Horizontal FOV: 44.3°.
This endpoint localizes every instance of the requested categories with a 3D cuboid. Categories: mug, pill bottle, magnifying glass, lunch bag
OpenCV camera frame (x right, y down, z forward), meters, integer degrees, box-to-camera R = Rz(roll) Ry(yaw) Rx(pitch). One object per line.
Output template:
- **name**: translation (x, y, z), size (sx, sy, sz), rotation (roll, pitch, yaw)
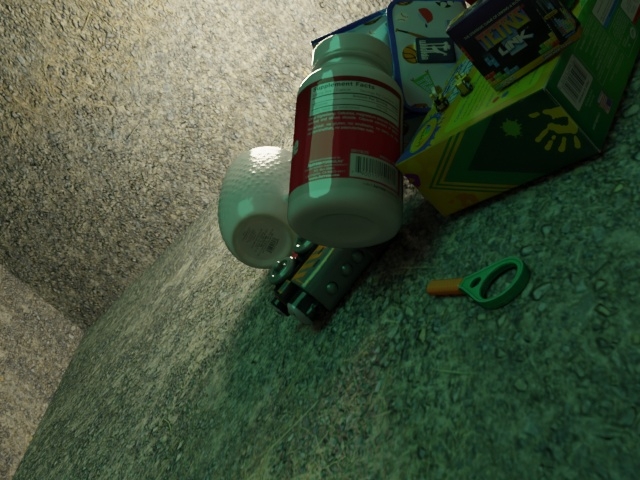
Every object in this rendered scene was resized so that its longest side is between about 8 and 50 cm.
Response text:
- **mug**: translation (-0.120, -0.107, 2.170), size (0.374, 0.276, 0.328), rotation (-46, 20, 21)
- **pill bottle**: translation (0.057, -0.208, 1.605), size (0.229, 0.229, 0.408), rotation (-27, 52, 50)
- **magnifying glass**: translation (0.247, 0.071, 1.265), size (0.092, 0.026, 0.231), rotation (-54, 16, -21)
- **lunch bag**: translation (0.189, -0.374, 1.854), size (0.385, 0.239, 0.328), rotation (-16, 66, 25)

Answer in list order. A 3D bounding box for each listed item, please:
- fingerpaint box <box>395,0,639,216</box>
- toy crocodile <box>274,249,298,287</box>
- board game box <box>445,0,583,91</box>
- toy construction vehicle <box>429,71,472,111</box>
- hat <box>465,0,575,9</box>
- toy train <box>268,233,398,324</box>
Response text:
- **fingerpaint box**: translation (0.394, -0.292, 1.501), size (0.371, 0.163, 0.445), rotation (-25, 27, 51)
- **toy crocodile**: translation (0.000, 0.000, 1.920), size (0.340, 0.105, 0.115), rotation (-55, 18, -26)
- **board game box**: translation (0.315, -0.345, 1.283), size (0.170, 0.141, 0.048), rotation (-32, 22, 40)
- **toy construction vehicle**: translation (0.249, -0.293, 1.507), size (0.086, 0.035, 0.098), rotation (-38, 18, 29)
- **hat**: translation (0.339, -0.462, 1.407), size (0.173, 0.183, 0.208), rotation (-33, 23, 32)
- **toy train**: translation (0.025, 0.039, 1.730), size (0.334, 0.142, 0.190), rotation (-50, 26, -9)
